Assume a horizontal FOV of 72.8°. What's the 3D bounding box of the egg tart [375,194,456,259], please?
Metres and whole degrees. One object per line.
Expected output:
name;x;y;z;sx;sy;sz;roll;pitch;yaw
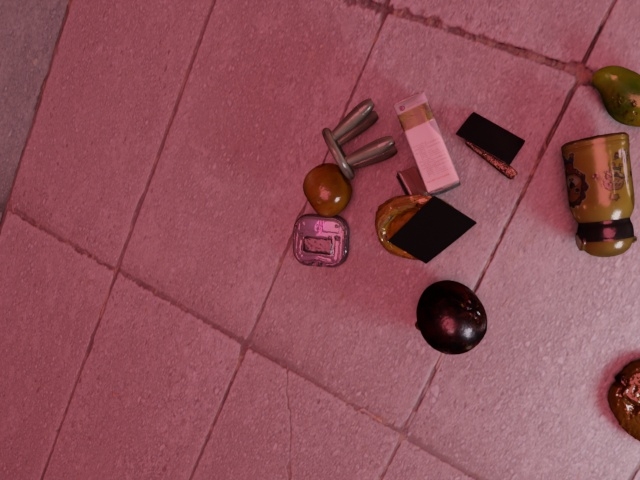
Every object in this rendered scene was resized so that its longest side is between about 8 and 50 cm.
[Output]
egg tart;0.317;-0.054;1.430;0.290;0.107;0.291;10;135;10

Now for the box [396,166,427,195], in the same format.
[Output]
box;0.310;-0.188;1.467;0.062;0.089;0.122;-27;85;4

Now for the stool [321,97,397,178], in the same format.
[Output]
stool;0.132;-0.332;1.455;0.198;0.195;0.195;-28;84;14

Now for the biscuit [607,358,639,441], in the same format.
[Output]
biscuit;1.030;0.493;1.292;0.295;0.075;0.296;0;92;16

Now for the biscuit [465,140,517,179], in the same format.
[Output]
biscuit;0.550;-0.269;1.404;0.199;0.064;0.034;43;108;11

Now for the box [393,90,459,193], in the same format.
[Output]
box;0.345;-0.298;1.391;0.106;0.200;0.300;-23;86;17

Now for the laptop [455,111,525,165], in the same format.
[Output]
laptop;0.544;-0.327;1.392;0.197;0.016;0.135;36;63;13

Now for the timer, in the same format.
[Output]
timer;0.000;0.000;1.572;0.208;0.069;0.191;3;96;15

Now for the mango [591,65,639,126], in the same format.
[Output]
mango;0.901;-0.421;1.275;0.233;0.111;0.125;41;98;12

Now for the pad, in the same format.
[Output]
pad;0.346;-0.026;1.368;0.163;0.004;0.243;30;135;-11

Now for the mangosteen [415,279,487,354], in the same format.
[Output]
mangosteen;0.395;0.256;1.406;0.261;0.235;0.236;-36;81;48

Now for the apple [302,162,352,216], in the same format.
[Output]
apple;0.027;-0.177;1.503;0.155;0.182;0.183;-33;83;7

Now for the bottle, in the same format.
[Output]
bottle;0.823;-0.126;1.275;0.171;0.171;0.352;-7;90;16
